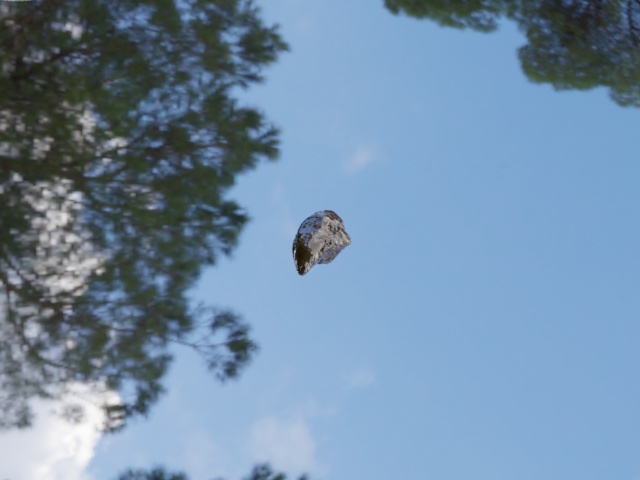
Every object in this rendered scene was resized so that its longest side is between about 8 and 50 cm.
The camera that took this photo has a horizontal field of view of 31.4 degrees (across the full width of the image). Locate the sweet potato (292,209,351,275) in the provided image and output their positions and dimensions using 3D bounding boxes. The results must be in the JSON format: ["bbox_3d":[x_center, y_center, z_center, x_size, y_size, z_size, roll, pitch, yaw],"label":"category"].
[{"bbox_3d":[0.000,0.000,1.369,0.068,0.206,0.060,15,-70,11],"label":"sweet potato"}]
